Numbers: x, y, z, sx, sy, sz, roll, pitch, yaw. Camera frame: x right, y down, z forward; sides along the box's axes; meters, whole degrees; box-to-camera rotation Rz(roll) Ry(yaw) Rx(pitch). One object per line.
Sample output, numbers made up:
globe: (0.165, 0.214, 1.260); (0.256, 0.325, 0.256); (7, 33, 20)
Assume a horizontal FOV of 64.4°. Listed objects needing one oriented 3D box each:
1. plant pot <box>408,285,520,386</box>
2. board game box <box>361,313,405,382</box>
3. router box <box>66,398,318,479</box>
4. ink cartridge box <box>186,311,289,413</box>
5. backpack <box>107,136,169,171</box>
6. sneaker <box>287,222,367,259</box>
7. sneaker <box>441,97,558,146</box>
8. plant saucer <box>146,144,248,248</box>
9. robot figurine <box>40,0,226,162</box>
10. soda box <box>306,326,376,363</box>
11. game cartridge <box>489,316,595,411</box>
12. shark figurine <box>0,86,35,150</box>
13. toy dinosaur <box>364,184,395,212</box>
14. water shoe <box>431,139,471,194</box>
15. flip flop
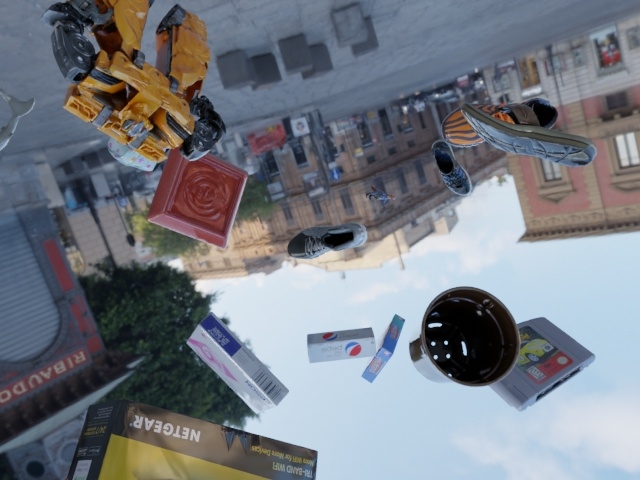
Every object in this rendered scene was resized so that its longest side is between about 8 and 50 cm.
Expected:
plant pot: (0.240, 0.183, 0.908); (0.167, 0.167, 0.165); (-20, 163, -12)
board game box: (0.222, 0.374, 1.780); (0.160, 0.047, 0.210); (-62, 174, 31)
router box: (-0.143, 0.341, 0.580); (0.081, 0.309, 0.243); (-22, -130, 38)
ink cartridge box: (-0.273, 0.395, 1.572); (0.071, 0.324, 0.330); (-44, 178, -33)
backpack: (-0.406, -0.254, 1.176); (0.115, 0.182, 0.152); (19, -167, -45)
sneaker: (0.000, 0.000, 1.324); (0.228, 0.086, 0.132); (-15, 180, 19)
sneaker: (0.510, -0.343, 1.422); (0.321, 0.125, 0.180); (-14, -172, -10)
plant saucer: (-0.343, -0.136, 1.494); (0.258, 0.259, 0.047); (24, 165, -35)
robot figurine: (-0.202, -0.207, 0.579); (0.085, 0.211, 0.291); (-33, -136, 26)
soda box: (0.066, 0.335, 1.628); (0.216, 0.074, 0.069); (-6, -161, 1)
game cartridge: (0.564, 0.318, 1.372); (0.294, 0.060, 0.196); (-22, -142, -24)
shark figurine: (-0.741, -0.205, 1.115); (0.278, 0.166, 0.116); (-37, -126, -27)
toy dinosaur: (0.156, -0.120, 1.304); (0.082, 0.047, 0.090); (-5, -121, 30)
water shoe: (0.391, -0.207, 1.545); (0.073, 0.203, 0.080); (-24, -155, 33)
flip flop: (0.412, -0.226, 1.016); (0.277, 0.080, 0.112); (25, 177, 34)
